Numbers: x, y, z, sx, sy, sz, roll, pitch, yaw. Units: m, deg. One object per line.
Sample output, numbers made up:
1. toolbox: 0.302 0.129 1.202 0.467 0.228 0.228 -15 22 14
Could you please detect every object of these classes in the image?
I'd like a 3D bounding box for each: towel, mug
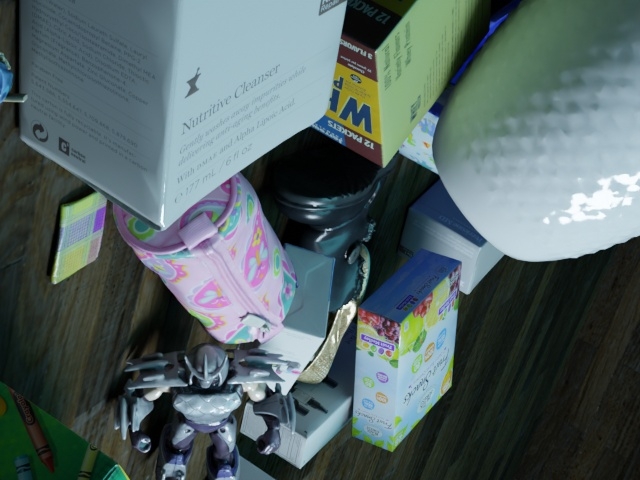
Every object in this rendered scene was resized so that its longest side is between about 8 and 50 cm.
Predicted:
1. towel: -0.208 -0.005 1.208 0.060 0.009 0.083 -34 147 -49
2. mug: 0.293 -0.162 1.463 0.328 0.276 0.374 -38 -160 25

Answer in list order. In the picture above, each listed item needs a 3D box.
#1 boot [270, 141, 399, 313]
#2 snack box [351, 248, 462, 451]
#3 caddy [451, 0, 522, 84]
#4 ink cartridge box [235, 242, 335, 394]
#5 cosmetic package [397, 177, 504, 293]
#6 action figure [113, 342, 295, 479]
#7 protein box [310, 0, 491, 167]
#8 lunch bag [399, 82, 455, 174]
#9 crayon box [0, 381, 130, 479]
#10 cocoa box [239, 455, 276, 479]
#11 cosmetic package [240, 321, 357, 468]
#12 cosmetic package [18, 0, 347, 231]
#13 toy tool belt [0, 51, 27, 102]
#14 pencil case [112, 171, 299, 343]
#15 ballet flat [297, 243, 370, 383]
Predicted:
1. boot: 0.000 0.000 1.584 0.246 0.094 0.207 -35 145 -61
2. snack box: 0.113 0.142 1.839 0.174 0.070 0.207 -41 142 -47
3. caddy: 0.264 -0.221 1.804 0.241 0.179 0.341 -42 167 23
4. ink cartridge box: -0.044 0.097 1.543 0.181 0.061 0.104 122 -19 -54
5. cosmetic package: 0.228 -0.043 2.027 0.238 0.127 0.107 -43 154 -43
6. action figure: -0.120 0.195 1.480 0.285 0.185 0.099 98 -1 -53
7. protein box: 0.057 -0.221 1.357 0.201 0.136 0.200 -53 160 -21
8. lunch bag: 0.121 -0.144 1.626 0.096 0.129 0.151 -59 158 -1
9. crayon box: -0.234 0.230 1.244 0.081 0.165 0.278 -52 158 -20
10. cocoa box: -0.029 0.482 1.812 0.228 0.347 0.231 -53 160 -18
11. cosmetic package: 0.005 0.197 1.865 0.239 0.099 0.060 -38 151 -47
12. cosmetic package: -0.085 -0.229 0.979 0.217 0.156 0.385 -40 153 -40
13. toy tool belt: -0.237 -0.105 0.939 0.083 0.051 0.052 -13 130 -63
14. pencil case: -0.099 0.008 1.322 0.124 0.124 0.284 -55 159 -13
15. ballet flat: 0.002 0.094 1.769 0.067 0.073 0.206 0 117 -41
